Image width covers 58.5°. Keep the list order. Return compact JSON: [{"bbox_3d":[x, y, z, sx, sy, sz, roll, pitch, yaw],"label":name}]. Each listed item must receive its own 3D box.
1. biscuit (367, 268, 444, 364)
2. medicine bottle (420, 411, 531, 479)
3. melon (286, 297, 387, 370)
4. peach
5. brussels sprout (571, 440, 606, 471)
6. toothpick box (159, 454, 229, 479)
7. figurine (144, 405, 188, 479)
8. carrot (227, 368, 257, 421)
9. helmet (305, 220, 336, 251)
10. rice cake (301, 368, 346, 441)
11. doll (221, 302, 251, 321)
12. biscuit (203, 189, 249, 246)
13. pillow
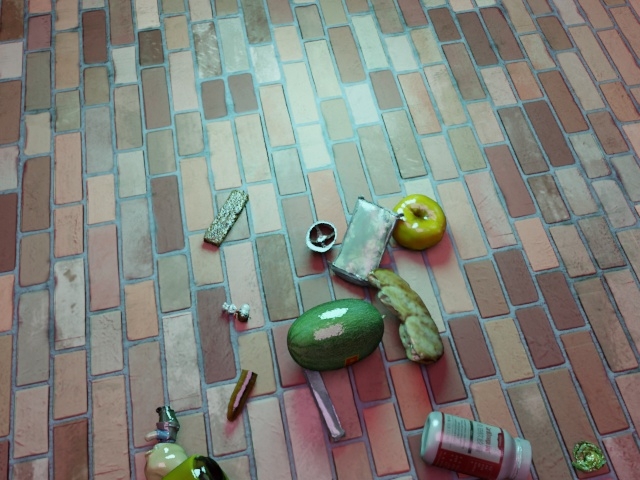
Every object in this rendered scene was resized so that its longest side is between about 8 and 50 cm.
[{"bbox_3d":[0.243,0.205,1.590,0.154,0.045,0.299,-8,65,-44],"label":"biscuit"},{"bbox_3d":[0.383,0.517,1.423,0.250,0.131,0.131,13,64,6],"label":"medicine bottle"},{"bbox_3d":[0.051,0.247,1.526,0.287,0.182,0.182,-16,64,-13],"label":"melon"},{"bbox_3d":[0.296,-0.056,1.729,0.179,0.103,0.179,-2,62,4],"label":"peach"},{"bbox_3d":[0.684,0.550,1.456,0.085,0.058,0.085,-19,53,27],"label":"brussels sprout"},{"bbox_3d":[-0.326,0.621,1.293,0.271,0.175,0.175,-45,71,2],"label":"toothpick box"},{"bbox_3d":[-0.389,0.515,1.428,0.108,0.114,0.196,-15,57,-8],"label":"figurine"},{"bbox_3d":[-0.215,0.410,1.515,0.048,0.048,0.139,21,66,9],"label":"carrot"},{"bbox_3d":[0.000,0.000,1.720,0.089,0.057,0.111,23,60,7],"label":"helmet"},{"bbox_3d":[0.007,0.428,1.516,0.043,0.034,0.211,-16,64,-18],"label":"rice cake"},{"bbox_3d":[-0.239,0.202,1.624,0.085,0.040,0.058,3,50,-4],"label":"doll"},{"bbox_3d":[-0.288,-0.072,1.764,0.064,0.034,0.199,22,65,9],"label":"biscuit"},{"bbox_3d":[0.136,0.006,1.687,0.169,0.059,0.255,21,83,20],"label":"pillow"}]
